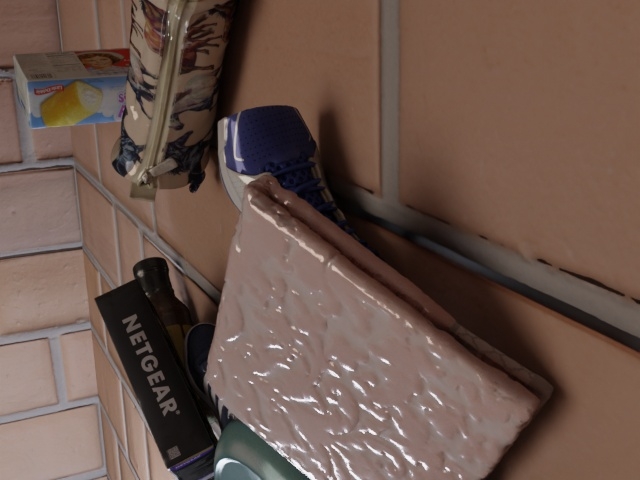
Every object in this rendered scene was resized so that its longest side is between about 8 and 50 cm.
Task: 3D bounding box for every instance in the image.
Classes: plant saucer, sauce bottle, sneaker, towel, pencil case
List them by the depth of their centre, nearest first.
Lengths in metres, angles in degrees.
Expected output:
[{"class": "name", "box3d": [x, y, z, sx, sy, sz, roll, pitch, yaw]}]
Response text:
[{"class": "towel", "box3d": [0.026, 0.137, 0.808, 0.317, 0.053, 0.332, 37, 140, 16]}, {"class": "sneaker", "box3d": [0.000, 0.001, 0.917, 0.182, 0.127, 0.316, -1, 104, 62]}, {"class": "plant saucer", "box3d": [-0.054, 0.391, 1.130, 0.317, 0.043, 0.318, 36, 141, 36]}, {"class": "pencil case", "box3d": [-0.216, -0.247, 1.233, 0.410, 0.159, 0.184, 112, 158, -48]}, {"class": "sneaker", "box3d": [-0.125, 0.227, 1.274, 0.282, 0.099, 0.153, 64, 154, 23]}, {"class": "sauce bottle", "box3d": [-0.288, 0.197, 1.616, 0.111, 0.111, 0.345, 122, 135, -55]}]

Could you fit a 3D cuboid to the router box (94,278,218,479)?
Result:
[{"class": "router box", "box3d": [-0.258, 0.248, 1.398, 0.309, 0.081, 0.243, 60, 169, 23]}]

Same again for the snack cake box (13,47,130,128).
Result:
[{"class": "snack cake box", "box3d": [-0.399, -0.278, 1.501, 0.152, 0.264, 0.089, -133, 41, -51]}]
